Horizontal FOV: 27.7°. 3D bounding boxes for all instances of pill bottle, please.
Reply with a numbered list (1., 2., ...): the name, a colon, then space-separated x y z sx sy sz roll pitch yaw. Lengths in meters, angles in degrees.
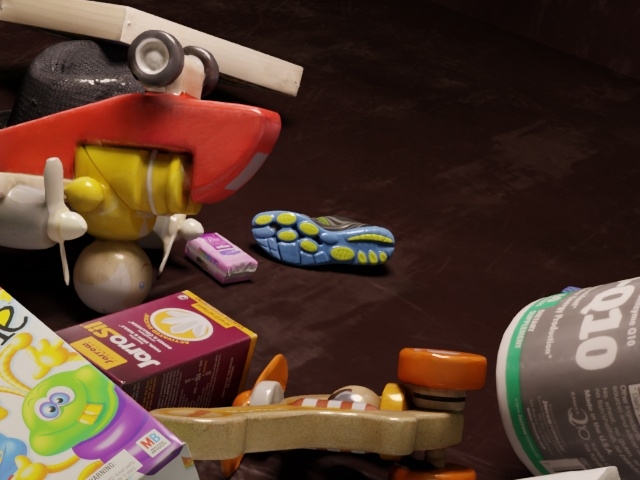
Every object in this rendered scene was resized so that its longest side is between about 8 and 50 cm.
1. pill bottle: 0.358 0.125 1.214 0.204 0.204 0.361 -7 -6 -42

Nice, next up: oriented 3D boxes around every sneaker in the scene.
1. sneaker: 0.000 0.000 1.684 0.188 0.067 0.078 6 3 -15

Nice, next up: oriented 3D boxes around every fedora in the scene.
1. fedora: -0.298 -0.179 1.773 0.334 0.152 0.334 13 24 -6

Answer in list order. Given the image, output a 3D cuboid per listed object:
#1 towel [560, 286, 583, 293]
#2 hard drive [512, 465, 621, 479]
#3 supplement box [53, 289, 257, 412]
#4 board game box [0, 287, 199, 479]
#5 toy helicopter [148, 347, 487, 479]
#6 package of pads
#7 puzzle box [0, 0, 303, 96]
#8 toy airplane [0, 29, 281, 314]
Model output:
1. towel: 0.503 0.140 1.700 0.336 0.040 0.243 8 23 -21
2. hard drive: 0.048 0.238 0.955 0.308 0.040 0.203 -17 4 35
3. supplement box: -0.166 0.123 1.264 0.104 0.080 0.188 30 27 30
4. board game box: -0.227 0.165 0.996 0.142 0.144 0.275 -38 51 -26
5. toy helicopter: -0.025 0.162 1.180 0.235 0.140 0.355 5 0 41
6. package of pads: -0.121 0.021 1.582 0.050 0.032 0.083 -6 31 -45
7. puzzle box: -0.251 -0.299 1.991 0.272 0.052 0.409 14 2 37
8. toy airplane: -0.273 -0.046 1.417 0.386 0.272 0.384 -12 -3 -32
